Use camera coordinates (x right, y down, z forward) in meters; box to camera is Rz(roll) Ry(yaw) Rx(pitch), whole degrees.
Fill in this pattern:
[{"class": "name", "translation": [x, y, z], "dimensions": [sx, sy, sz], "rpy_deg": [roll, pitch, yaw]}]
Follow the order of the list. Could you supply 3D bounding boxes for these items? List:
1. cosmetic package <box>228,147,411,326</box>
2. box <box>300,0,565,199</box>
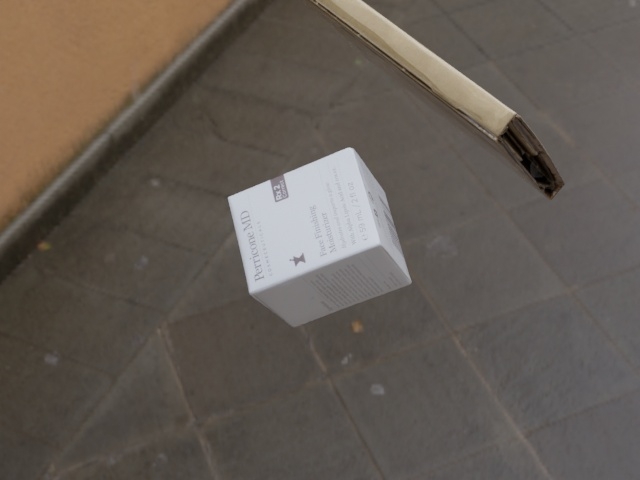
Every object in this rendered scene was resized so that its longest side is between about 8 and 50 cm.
[{"class": "cosmetic package", "translation": [0.000, 0.000, 1.335], "dimensions": [0.183, 0.151, 0.151], "rpy_deg": [-22, 62, 12]}, {"class": "box", "translation": [0.063, -0.107, 0.648], "dimensions": [0.201, 0.164, 0.021], "rpy_deg": [41, 98, 24]}]
